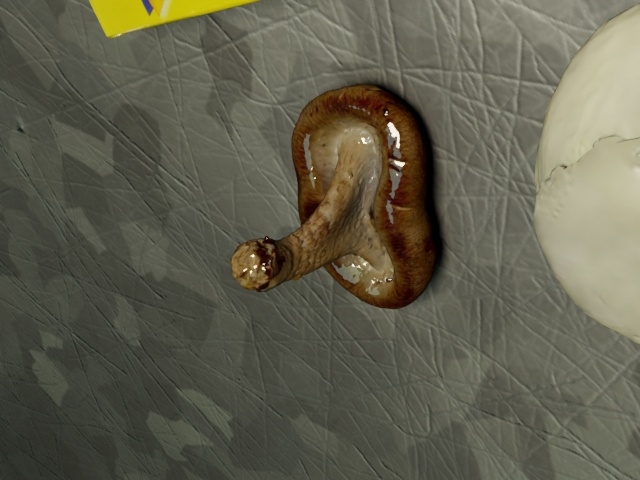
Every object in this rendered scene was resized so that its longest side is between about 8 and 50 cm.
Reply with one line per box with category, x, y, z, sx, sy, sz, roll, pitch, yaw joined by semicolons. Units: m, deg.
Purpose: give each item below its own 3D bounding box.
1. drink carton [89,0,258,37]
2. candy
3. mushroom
drink carton;-0.070;-0.273;0.904;0.351;0.111;0.154;-2;119;44
candy;0.278;-0.037;0.715;0.295;0.185;0.295;19;144;15
mushroom;0.000;0.000;0.975;0.148;0.217;0.227;9;127;38
